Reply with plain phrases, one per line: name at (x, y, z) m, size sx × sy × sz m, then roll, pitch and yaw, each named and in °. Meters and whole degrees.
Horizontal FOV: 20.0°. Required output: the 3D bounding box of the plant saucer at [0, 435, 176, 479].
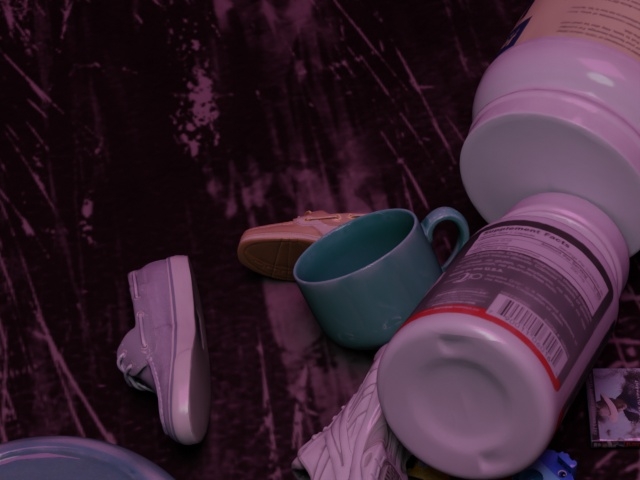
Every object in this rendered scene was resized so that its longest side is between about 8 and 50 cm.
plant saucer at (-0.248, 0.290, 1.576) m, size 0.317 × 0.044 × 0.318 m, roll -1°, pitch 48°, yaw 1°

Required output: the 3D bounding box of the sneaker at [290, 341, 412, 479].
sneaker at (0.029, 0.179, 1.630) m, size 0.115 × 0.090 × 0.232 m, roll -12°, pitch 34°, yaw 27°

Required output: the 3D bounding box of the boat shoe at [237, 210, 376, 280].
boat shoe at (0.000, 0.000, 1.818) m, size 0.170 × 0.063 × 0.059 m, roll 1°, pitch 44°, yaw -9°

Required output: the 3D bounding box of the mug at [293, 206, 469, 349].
mug at (0.063, 0.041, 1.724) m, size 0.157 × 0.097 × 0.129 m, roll -13°, pitch 25°, yaw 31°

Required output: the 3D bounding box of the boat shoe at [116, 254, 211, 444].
boat shoe at (-0.151, 0.108, 1.721) m, size 0.081 × 0.079 × 0.227 m, roll -12°, pitch 43°, yaw 4°

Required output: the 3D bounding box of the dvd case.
dvd case at (0.308, 0.155, 1.689) m, size 0.119 × 0.013 × 0.087 m, roll 0°, pitch 48°, yaw 4°

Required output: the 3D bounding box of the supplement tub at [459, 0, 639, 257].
supplement tub at (0.294, -0.154, 1.821) m, size 0.235 × 0.235 × 0.325 m, roll 19°, pitch 51°, yaw 19°

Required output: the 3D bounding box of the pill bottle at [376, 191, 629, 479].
pill bottle at (0.174, 0.076, 1.633) m, size 0.161 × 0.161 × 0.283 m, roll 17°, pitch 32°, yaw 18°

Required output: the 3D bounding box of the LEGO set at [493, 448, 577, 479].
LEGO set at (0.248, 0.238, 1.567) m, size 0.093 × 0.087 × 0.227 m, roll -31°, pitch 55°, yaw -23°

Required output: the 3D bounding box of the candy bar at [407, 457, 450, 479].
candy bar at (0.123, 0.163, 1.688) m, size 0.040 × 0.018 × 0.161 m, roll 15°, pitch 51°, yaw 15°
